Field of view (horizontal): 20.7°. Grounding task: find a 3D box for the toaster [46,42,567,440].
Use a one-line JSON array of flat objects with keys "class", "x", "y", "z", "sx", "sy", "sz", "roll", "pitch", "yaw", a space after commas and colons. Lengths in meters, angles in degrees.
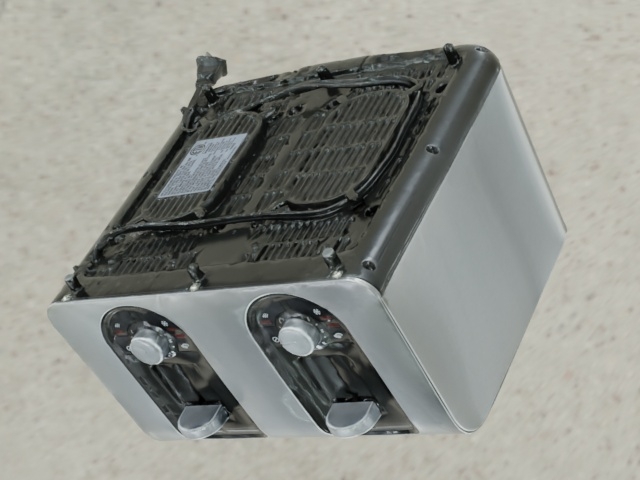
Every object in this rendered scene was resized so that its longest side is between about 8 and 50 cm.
[{"class": "toaster", "x": 0.000, "y": 0.000, "z": 0.758, "sx": 0.168, "sy": 0.185, "sz": 0.110, "roll": -5, "pitch": 128, "yaw": 33}]
